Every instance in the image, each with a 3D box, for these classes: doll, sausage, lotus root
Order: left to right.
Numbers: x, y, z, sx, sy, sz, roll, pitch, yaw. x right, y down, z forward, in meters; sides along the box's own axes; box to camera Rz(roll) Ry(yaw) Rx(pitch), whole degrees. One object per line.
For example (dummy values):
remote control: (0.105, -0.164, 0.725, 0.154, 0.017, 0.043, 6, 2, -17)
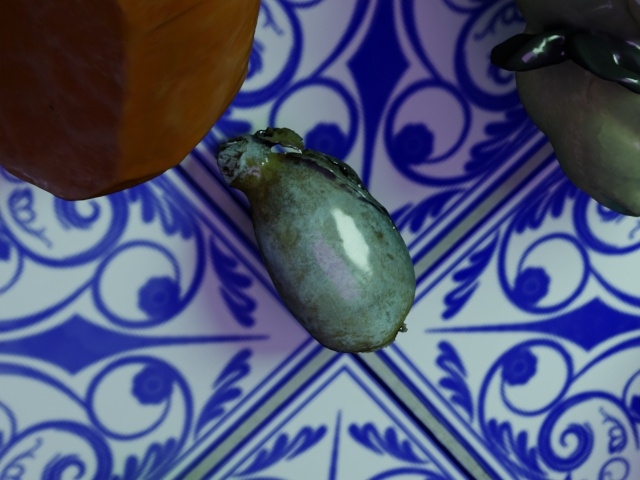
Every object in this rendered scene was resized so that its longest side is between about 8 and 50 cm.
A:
sausage: (-0.105, -0.130, 0.800, 0.153, 0.141, 0.268, 27, 145, 9)
lotus root: (0.002, -0.001, 0.966, 0.088, 0.088, 0.165, -34, 108, -5)
doll: (0.190, -0.162, 0.894, 0.247, 0.247, 0.349, -31, 132, -7)
